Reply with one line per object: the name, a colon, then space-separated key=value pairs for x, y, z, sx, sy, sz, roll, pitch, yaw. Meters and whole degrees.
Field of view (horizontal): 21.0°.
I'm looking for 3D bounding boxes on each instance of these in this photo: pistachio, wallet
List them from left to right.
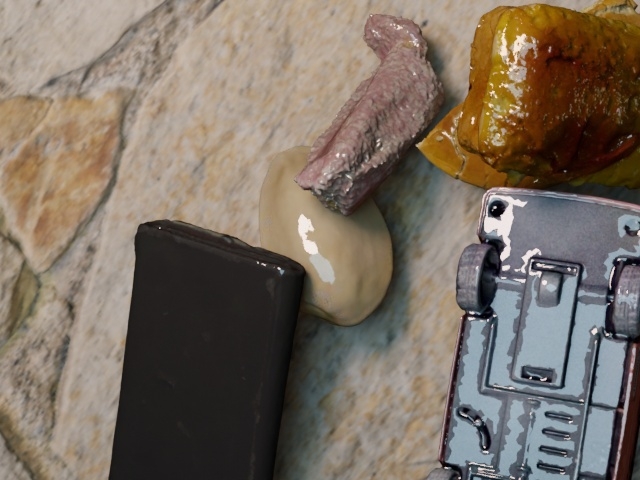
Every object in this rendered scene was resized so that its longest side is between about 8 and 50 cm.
wallet: x=-0.140 y=0.193 z=2.007 sx=0.228 sy=0.062 sz=0.406 roll=17 pitch=107 yaw=29
pistachio: x=0.000 y=0.000 z=1.997 sx=0.152 sy=0.126 sz=0.223 roll=-24 pitch=71 yaw=-4

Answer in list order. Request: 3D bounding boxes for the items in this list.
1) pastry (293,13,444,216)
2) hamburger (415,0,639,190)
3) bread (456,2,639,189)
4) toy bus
pastry: x=0.064 y=-0.137 z=1.961 sx=0.112 sy=0.103 sz=0.265 roll=35 pitch=61 yaw=-19
hamburger: x=0.254 y=-0.145 z=1.901 sx=0.283 sy=0.144 sz=0.156 roll=-38 pitch=82 yaw=11
bread: x=0.330 y=-0.136 z=1.791 sx=0.380 sy=0.109 sz=0.185 roll=4 pitch=95 yaw=-23
toy bus: x=0.245 y=0.168 z=1.843 sx=0.203 sy=0.233 sz=0.427 roll=9 pitch=87 yaw=20
